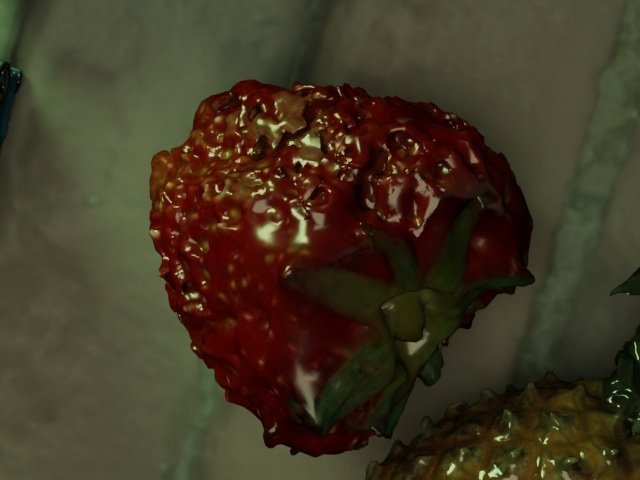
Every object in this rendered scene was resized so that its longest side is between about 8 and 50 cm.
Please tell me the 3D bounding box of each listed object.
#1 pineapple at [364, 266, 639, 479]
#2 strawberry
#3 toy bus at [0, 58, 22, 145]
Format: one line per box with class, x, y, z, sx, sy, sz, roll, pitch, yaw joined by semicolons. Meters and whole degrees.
pineapple;0.189;0.087;0.957;0.364;0.165;0.165;-35;91;8
strawberry;0.000;0.000;0.973;0.201;0.184;0.187;39;122;27
toy bus;-0.230;-0.053;0.985;0.090;0.185;0.106;18;102;6
